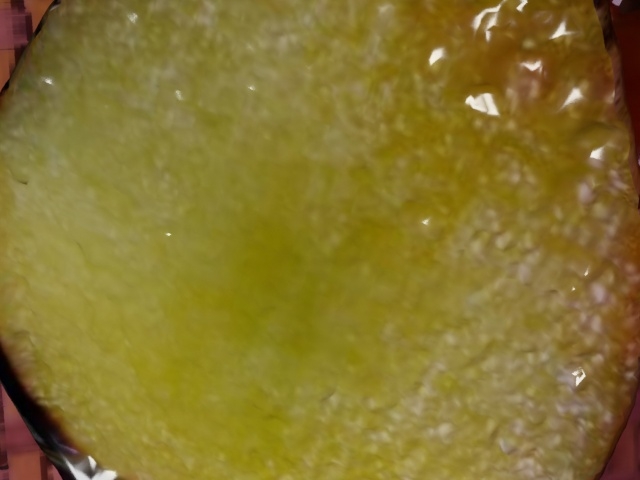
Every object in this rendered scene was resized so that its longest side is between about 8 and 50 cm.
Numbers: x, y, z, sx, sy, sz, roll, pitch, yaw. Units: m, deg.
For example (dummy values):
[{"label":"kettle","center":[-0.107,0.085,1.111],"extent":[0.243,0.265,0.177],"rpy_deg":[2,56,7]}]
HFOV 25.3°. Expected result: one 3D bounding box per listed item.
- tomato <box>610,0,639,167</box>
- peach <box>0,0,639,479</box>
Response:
[{"label":"tomato","center":[0.093,-0.114,0.411],"extent":[0.228,0.101,0.228],"rpy_deg":[0,113,1]},{"label":"peach","center":[0.001,-0.001,0.385],"extent":[0.189,0.068,0.279],"rpy_deg":[29,129,1]}]
